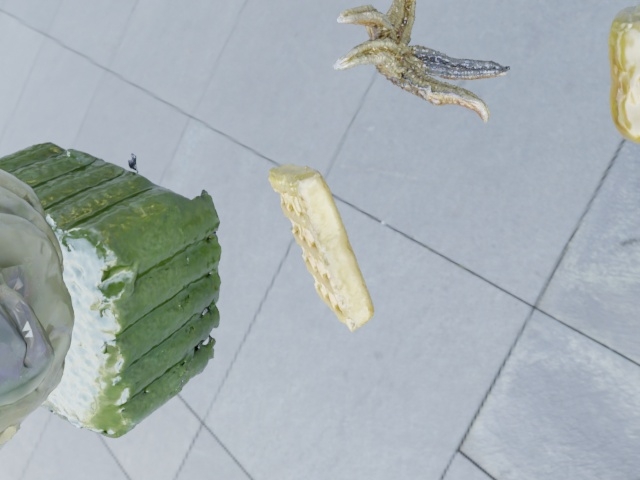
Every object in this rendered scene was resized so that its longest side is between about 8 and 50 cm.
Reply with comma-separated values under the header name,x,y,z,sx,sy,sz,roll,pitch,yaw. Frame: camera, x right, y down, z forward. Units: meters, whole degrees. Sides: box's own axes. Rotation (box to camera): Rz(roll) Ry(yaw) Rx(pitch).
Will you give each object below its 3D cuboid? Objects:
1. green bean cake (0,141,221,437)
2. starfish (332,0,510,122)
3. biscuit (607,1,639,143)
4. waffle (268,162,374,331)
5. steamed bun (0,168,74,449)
name,x,y,z,sx,sy,sz,roll,pitch,yaw
green bean cake,-0.311,0.048,1.004,0.319,0.218,0.335,21,120,25
starfish,0.055,-0.121,0.468,0.041,0.133,0.130,-46,34,37
biscuit,0.240,-0.164,0.510,0.039,0.183,0.174,12,124,42
waffle,0.000,0.000,1.199,0.055,0.248,0.221,-24,14,-9
steamed bun,-0.298,0.054,0.569,0.207,0.268,0.280,-1,48,32
